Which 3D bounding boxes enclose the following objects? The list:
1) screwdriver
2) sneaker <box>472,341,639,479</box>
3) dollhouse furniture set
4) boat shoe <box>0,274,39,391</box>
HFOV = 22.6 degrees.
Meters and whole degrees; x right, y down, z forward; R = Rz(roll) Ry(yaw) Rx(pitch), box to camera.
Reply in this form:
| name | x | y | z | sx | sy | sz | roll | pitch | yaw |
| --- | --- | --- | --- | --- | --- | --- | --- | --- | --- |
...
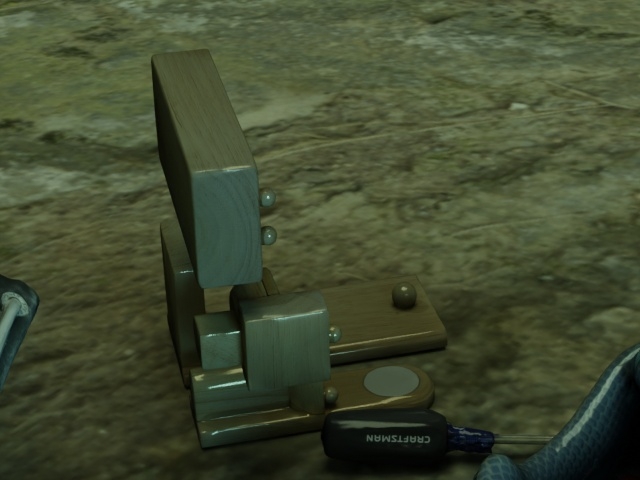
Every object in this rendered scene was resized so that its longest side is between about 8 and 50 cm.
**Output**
| name | x | y | z | sx | sy | sz | roll | pitch | yaw |
| --- | --- | --- | --- | --- | --- | --- | --- | --- | --- |
| screwdriver | 0.085 | 0.085 | 0.657 | 0.170 | 0.024 | 0.025 | 5 | 57 | 1 |
| sneaker | 0.148 | 0.081 | 0.536 | 0.262 | 0.125 | 0.104 | -23 | 34 | -34 |
| dollhouse furniture set | 0.000 | 0.000 | 0.679 | 0.123 | 0.151 | 0.144 | -8 | 30 | -10 |
| boat shoe | -0.147 | 0.117 | 0.515 | 0.105 | 0.113 | 0.306 | 21 | 34 | -17 |
